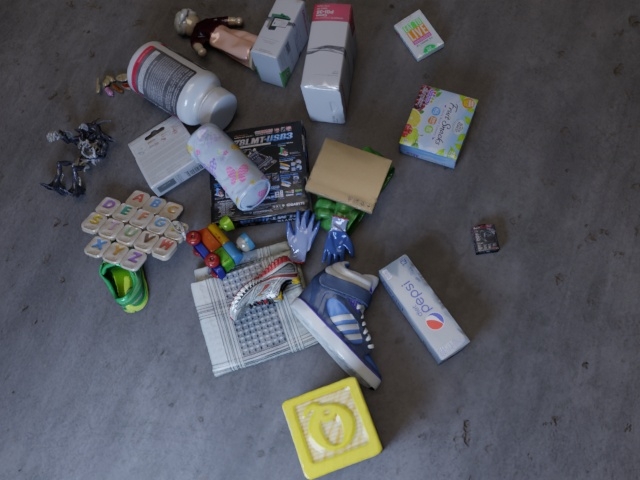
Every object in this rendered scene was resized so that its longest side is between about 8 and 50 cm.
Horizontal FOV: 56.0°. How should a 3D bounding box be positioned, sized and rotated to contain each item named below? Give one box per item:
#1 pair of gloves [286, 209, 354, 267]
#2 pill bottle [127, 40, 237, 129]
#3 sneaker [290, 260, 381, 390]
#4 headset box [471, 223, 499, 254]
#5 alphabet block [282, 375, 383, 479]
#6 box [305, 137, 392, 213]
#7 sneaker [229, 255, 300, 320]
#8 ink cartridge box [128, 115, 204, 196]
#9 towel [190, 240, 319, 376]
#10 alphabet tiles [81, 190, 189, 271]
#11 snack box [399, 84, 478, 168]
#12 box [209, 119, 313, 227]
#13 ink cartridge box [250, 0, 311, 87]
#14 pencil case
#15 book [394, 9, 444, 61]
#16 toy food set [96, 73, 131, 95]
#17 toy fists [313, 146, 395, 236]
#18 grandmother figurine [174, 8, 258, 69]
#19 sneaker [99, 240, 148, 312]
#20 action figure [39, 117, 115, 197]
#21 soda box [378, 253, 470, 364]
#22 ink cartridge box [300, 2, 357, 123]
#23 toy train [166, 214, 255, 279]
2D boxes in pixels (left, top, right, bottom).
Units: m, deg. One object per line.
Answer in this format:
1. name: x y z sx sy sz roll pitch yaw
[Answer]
1. pair of gloves: 0.000 0.000 1.668 0.198 0.023 0.159 9 97 2
2. pill bottle: -0.417 -0.463 1.843 0.319 0.176 0.176 33 79 16
3. sneaker: 0.103 0.203 1.593 0.236 0.130 0.323 -42 80 -16
4. headset box: 0.455 -0.007 1.668 0.062 0.032 0.083 -9 71 3
5. alphabet block: 0.035 0.460 1.479 0.194 0.197 0.192 -22 71 -1
6. box: 0.079 -0.181 1.675 0.201 0.021 0.164 20 79 9
7. sneaker: -0.151 0.140 1.617 0.225 0.088 0.092 -40 77 -8
8. ink cartridge box: -0.471 -0.266 1.863 0.189 0.066 0.232 -34 51 -4
9. towel: -0.186 0.177 1.672 0.313 0.056 0.324 -18 70 1
10. alphabet tiles: -0.532 -0.037 1.732 0.284 0.021 0.278 19 48 10
11. snack box: 0.346 -0.335 1.767 0.175 0.070 0.207 20 77 13
12. box: -0.180 -0.193 1.782 0.296 0.073 0.293 -8 71 5
13. ink cartridge box: -0.119 -0.616 1.866 0.093 0.160 0.219 19 74 12
14. pencil case: -0.263 -0.209 1.704 0.124 0.113 0.273 -47 71 6
15. book: 0.309 -0.642 1.894 0.096 0.035 0.144 -31 73 0
16. toy food set: -0.668 -0.507 1.971 0.122 0.019 0.077 -3 72 -2
17. toy fists: 0.085 -0.148 1.725 0.142 0.096 0.279 32 80 16
18. grandmother figurine: -0.334 -0.656 1.943 0.343 0.104 0.208 29 50 17
19. sneaker: -0.568 0.059 1.719 0.110 0.123 0.295 -24 70 -1
20. action figure: -0.739 -0.272 1.840 0.164 0.141 0.275 17 78 13
21. soda box: 0.269 0.182 1.594 0.091 0.098 0.286 -33 72 -6
22. ink cartridge box: 0.030 -0.522 1.792 0.117 0.207 0.282 6 73 10
23. toy train: -0.305 -0.023 1.680 0.143 0.105 0.248 -38 70 -14
